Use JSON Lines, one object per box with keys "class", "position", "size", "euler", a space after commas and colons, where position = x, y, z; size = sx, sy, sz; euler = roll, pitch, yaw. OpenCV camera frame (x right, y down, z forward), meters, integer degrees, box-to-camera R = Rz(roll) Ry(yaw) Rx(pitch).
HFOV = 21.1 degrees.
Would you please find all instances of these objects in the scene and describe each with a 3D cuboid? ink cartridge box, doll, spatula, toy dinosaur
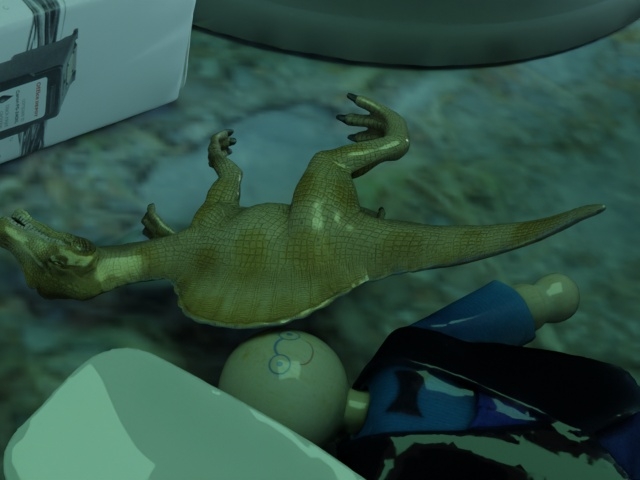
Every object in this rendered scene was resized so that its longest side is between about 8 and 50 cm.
{"class": "ink cartridge box", "position": [-0.130, -0.077, 0.556], "size": [0.150, 0.063, 0.109], "euler": [-25, 54, -37]}
{"class": "doll", "position": [0.064, 0.057, 0.478], "size": [0.189, 0.046, 0.129], "euler": [10, 50, 3]}
{"class": "spatula", "position": [-0.001, 0.141, 0.345], "size": [0.242, 0.019, 0.168], "euler": [33, 63, 18]}
{"class": "toy dinosaur", "position": [0.000, 0.000, 0.503], "size": [0.183, 0.053, 0.092], "euler": [-3, 28, 19]}

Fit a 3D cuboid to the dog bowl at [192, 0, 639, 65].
{"class": "dog bowl", "position": [0.009, -0.218, 0.731], "size": [0.349, 0.102, 0.348], "euler": [8, 41, -7]}
